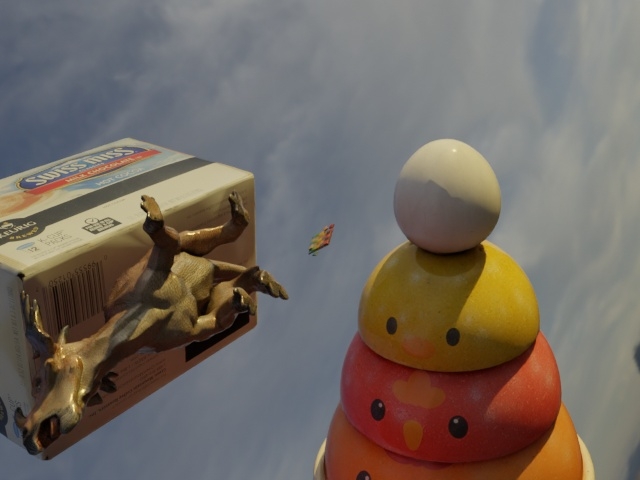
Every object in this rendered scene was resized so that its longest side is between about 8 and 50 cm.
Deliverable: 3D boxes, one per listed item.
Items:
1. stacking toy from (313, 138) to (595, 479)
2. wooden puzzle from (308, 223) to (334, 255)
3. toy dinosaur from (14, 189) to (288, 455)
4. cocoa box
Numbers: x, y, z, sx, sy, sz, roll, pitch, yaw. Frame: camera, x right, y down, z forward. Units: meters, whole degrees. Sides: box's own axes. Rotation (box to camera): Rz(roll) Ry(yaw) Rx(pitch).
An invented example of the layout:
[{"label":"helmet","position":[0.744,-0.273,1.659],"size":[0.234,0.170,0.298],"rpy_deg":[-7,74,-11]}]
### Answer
[{"label":"stacking toy","position":[0.142,0.112,0.990],"size":[0.351,0.351,0.479],"rpy_deg":[-38,-52,-49]},{"label":"wooden puzzle","position":[0.000,0.000,1.595],"size":[0.006,0.049,0.083],"rpy_deg":[48,-146,-24]},{"label":"toy dinosaur","position":[-0.154,0.057,0.754],"size":[0.200,0.127,0.296],"rpy_deg":[-34,-3,20]},{"label":"cocoa box","position":[-0.270,0.044,0.995],"size":[0.347,0.228,0.231],"rpy_deg":[-30,-50,-47]}]
